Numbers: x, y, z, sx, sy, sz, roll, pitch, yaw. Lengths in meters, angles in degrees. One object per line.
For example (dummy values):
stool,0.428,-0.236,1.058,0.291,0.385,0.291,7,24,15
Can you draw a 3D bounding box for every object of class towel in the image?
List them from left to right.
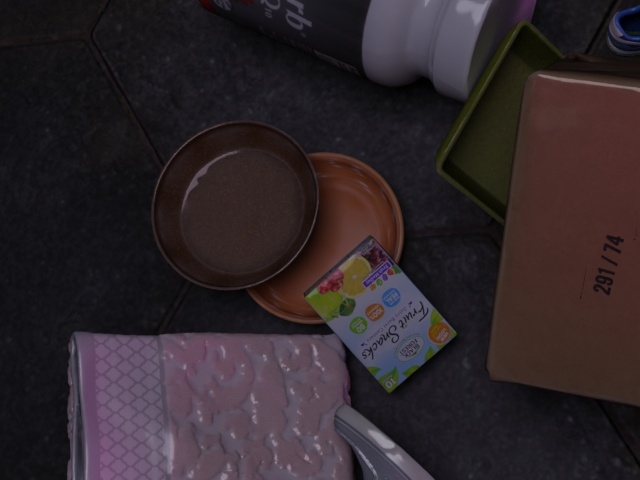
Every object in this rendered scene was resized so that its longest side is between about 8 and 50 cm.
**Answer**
towel,-0.107,0.252,1.671,0.316,0.053,0.332,4,69,-20

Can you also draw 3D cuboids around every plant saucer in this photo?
plant saucer,-0.093,-0.037,1.808,0.198,0.036,0.199,-4,75,15
plant saucer,0.000,0.000,1.811,0.199,0.037,0.200,-4,74,14
plant saucer,0.211,-0.115,1.725,0.045,0.188,0.188,23,80,50

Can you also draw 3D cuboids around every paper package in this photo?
paper package,0.340,-0.003,1.585,0.309,0.168,0.325,10,104,17

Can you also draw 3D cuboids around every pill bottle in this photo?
pill bottle,0.045,-0.296,1.788,0.362,0.210,0.210,25,83,21

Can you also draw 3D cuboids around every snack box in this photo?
snack box,0.065,0.079,1.740,0.100,0.037,0.141,-41,96,3

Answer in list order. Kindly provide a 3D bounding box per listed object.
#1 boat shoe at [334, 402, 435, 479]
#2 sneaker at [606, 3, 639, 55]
boat shoe,0.083,0.270,1.674,0.081,0.079,0.227,-44,81,-4
sneaker,0.384,-0.237,1.756,0.144,0.059,0.053,-10,70,12
